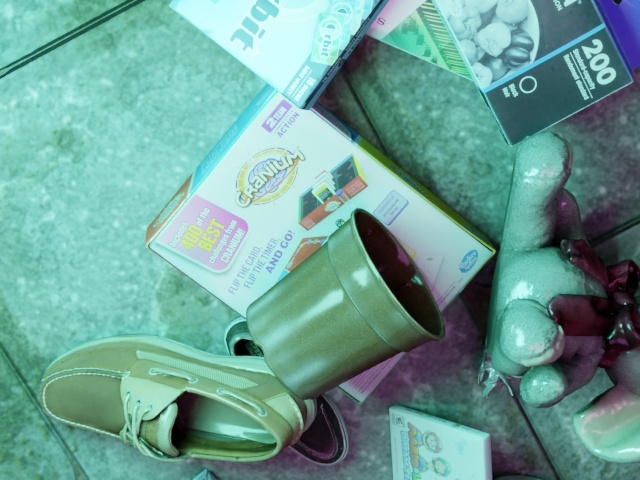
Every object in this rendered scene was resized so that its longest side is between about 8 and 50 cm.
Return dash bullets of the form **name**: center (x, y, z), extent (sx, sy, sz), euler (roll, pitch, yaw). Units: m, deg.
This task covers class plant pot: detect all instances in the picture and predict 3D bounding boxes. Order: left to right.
- **plant pot**: center (0.021, 0.079, 1.797), extent (0.165, 0.167, 0.167), euler (-35, 108, 16)

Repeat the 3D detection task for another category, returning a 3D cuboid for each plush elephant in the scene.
- **plush elephant**: center (0.317, 0.088, 1.832), extent (0.255, 0.272, 0.330), euler (7, 145, 2)

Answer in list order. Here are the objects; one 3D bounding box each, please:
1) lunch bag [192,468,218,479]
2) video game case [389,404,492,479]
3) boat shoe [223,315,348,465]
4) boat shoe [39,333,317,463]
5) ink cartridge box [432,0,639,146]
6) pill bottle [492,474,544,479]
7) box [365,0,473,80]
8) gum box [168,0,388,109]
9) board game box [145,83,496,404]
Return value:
- **lunch bag**: center (-0.142, 0.326, 1.984), extent (0.083, 0.053, 0.071), euler (-44, 109, 8)
- **video game case**: center (0.142, 0.282, 1.961), extent (0.019, 0.143, 0.157), euler (-22, 116, -42)
- **boat shoe**: center (-0.041, 0.186, 1.936), extent (0.077, 0.070, 0.219), euler (-35, 108, 7)
- **boat shoe**: center (-0.171, 0.184, 1.865), extent (0.324, 0.116, 0.123), euler (1, 116, 16)
- **ink cartridge box**: center (0.246, -0.235, 1.776), extent (0.208, 0.045, 0.206), euler (-30, 111, 3)
- **pill bottle**: center (0.233, 0.406, 2.008), extent (0.124, 0.124, 0.222), euler (11, 108, -9)
- **box**: center (0.178, -0.339, 1.784), extent (0.232, 0.058, 0.322), euler (22, 107, -12)
- **gum box**: center (-0.041, -0.255, 1.762), extent (0.184, 0.041, 0.157), euler (38, 100, 10)
- **board game box**: center (0.000, 0.000, 1.879), extent (0.316, 0.064, 0.242), euler (38, 102, -16)
